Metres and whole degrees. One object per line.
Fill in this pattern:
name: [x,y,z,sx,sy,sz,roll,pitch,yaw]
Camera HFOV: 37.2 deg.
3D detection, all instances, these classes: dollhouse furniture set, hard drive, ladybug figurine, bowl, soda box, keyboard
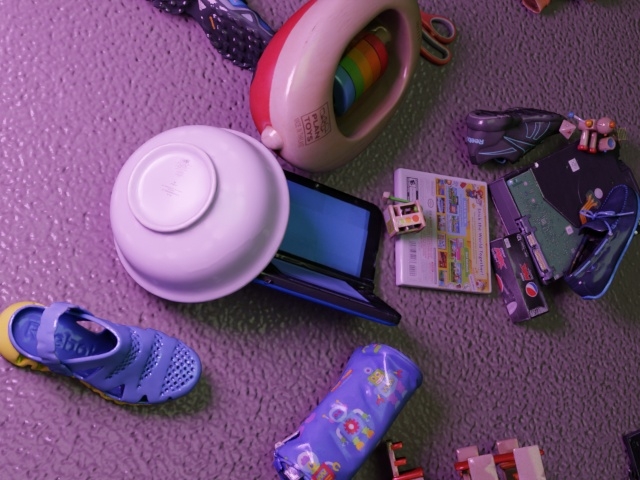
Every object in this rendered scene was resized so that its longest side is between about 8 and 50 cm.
dollhouse furniture set: [0.252,0.386,1.630,0.259,0.262,0.135,-12,80,2]
hard drive: [0.523,-0.073,1.972,0.339,0.064,0.237,-26,91,-30]
ladybug figurine: [0.019,-0.297,1.664,0.449,0.162,0.305,-45,140,-39]
bowl: [-0.205,-0.061,1.461,0.298,0.134,0.297,-4,73,12]
soda box: [0.385,0.073,1.868,0.053,0.060,0.169,-16,85,-31]
keyboard: [0.657,0.481,1.937,0.108,0.023,0.180,-12,83,-35]

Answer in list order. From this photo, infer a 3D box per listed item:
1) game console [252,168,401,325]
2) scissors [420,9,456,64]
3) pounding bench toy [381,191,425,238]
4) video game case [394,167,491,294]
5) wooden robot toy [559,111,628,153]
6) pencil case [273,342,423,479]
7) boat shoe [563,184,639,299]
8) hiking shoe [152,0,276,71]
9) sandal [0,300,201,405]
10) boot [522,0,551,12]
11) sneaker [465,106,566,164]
game console: [0.000,0.000,1.629,0.293,0.250,0.173,19,97,-22]
scissors: [0.156,-0.467,1.897,0.297,0.021,0.109,36,66,-18]
pounding bench toy: [0.154,-0.055,1.755,0.065,0.052,0.083,-12,79,-12]
video game case: [0.235,-0.016,1.831,0.206,0.026,0.227,7,74,-26]
wooden robot toy: [0.576,-0.220,1.946,0.173,0.079,0.076,9,81,-30]
pencil case: [0.042,0.304,1.603,0.133,0.119,0.306,43,63,-1]
boat shoe: [0.558,-0.011,1.881,0.089,0.109,0.258,32,64,-14]
hiking shoe: [-0.169,-0.419,1.667,0.304,0.113,0.132,35,54,-24]
sandal: [-0.323,0.170,1.436,0.317,0.138,0.126,17,69,-25]
boot: [0.509,-0.547,2.073,0.197,0.073,0.152,33,64,-4]
sneaker: [0.393,-0.214,1.936,0.267,0.101,0.106,-8,110,-34]
